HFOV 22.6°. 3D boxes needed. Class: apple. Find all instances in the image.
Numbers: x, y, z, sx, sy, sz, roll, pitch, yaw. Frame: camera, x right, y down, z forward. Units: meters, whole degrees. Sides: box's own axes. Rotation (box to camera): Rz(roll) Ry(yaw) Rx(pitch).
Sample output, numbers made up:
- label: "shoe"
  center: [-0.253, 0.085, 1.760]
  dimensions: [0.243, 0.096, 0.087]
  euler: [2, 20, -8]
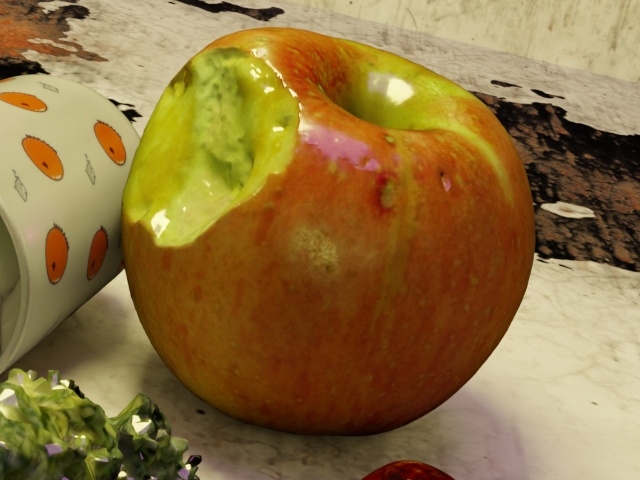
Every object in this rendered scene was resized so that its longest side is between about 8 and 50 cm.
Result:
- label: "apple"
  center: [0.000, 0.000, 1.309]
  dimensions: [0.339, 0.340, 0.339]
  euler: [12, 20, -5]

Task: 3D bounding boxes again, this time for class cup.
- label: "cup"
  center: [-0.269, -0.020, 1.313]
  dimensions: [0.212, 0.212, 0.317]
  euler: [18, 20, 10]

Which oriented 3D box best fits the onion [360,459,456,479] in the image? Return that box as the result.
- label: "onion"
  center: [0.063, 0.205, 1.097]
  dimensions: [0.117, 0.119, 0.118]
  euler: [20, 21, 29]

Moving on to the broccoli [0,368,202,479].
- label: "broccoli"
  center: [-0.287, 0.142, 0.872]
  dimensions: [0.397, 0.275, 0.353]
  euler: [23, -23, 7]
